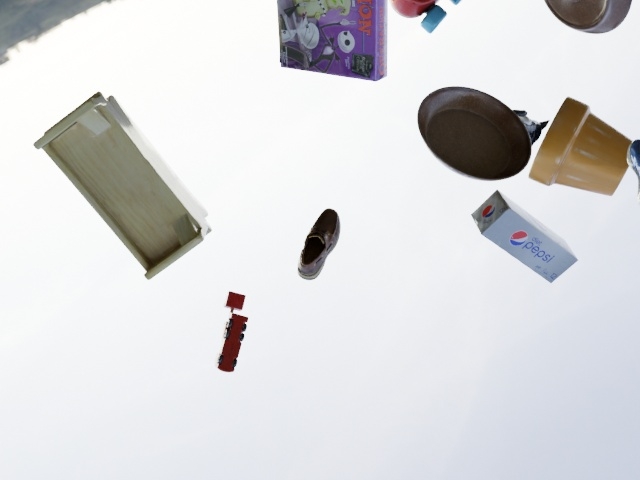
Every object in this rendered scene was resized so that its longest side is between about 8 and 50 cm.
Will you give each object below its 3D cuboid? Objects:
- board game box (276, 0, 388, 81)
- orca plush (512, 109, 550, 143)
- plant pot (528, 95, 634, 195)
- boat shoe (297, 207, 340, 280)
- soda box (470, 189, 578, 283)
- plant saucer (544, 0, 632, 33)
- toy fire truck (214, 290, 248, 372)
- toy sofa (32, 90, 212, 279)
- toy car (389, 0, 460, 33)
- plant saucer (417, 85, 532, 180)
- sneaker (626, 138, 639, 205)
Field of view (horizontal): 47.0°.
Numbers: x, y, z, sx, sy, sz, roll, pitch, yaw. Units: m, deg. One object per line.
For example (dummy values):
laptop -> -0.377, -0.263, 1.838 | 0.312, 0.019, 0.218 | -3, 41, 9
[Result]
board game box -> 0.015, -0.450, 1.223 | 0.208, 0.347, 0.056 | 13, -148, 28
orca plush -> 0.392, -0.197, 1.547 | 0.151, 0.102, 0.287 | -19, 170, 33
plant pot -> 0.603, -0.197, 1.672 | 0.188, 0.205, 0.205 | 27, -127, 16
boat shoe -> -0.001, 0.000, 1.599 | 0.064, 0.060, 0.178 | 18, -118, 12
soda box -> 0.518, -0.008, 1.860 | 0.098, 0.286, 0.091 | -47, -150, 23
plant saucer -> 0.368, -0.368, 1.050 | 0.029, 0.168, 0.168 | -31, -148, -16
toy fire truck -> -0.221, 0.223, 1.804 | 0.135, 0.047, 0.192 | 171, -66, -72
toy sofa -> -0.391, -0.114, 1.499 | 0.150, 0.362, 0.177 | -35, -164, 7
toy car -> 0.277, -0.689, 1.874 | 0.210, 0.219, 0.238 | -47, -178, -5
plant saucer -> 0.246, -0.168, 1.200 | 0.198, 0.036, 0.199 | 8, -125, -11
sneaker -> 0.579, -0.133, 1.270 | 0.058, 0.085, 0.152 | 12, -124, -4
